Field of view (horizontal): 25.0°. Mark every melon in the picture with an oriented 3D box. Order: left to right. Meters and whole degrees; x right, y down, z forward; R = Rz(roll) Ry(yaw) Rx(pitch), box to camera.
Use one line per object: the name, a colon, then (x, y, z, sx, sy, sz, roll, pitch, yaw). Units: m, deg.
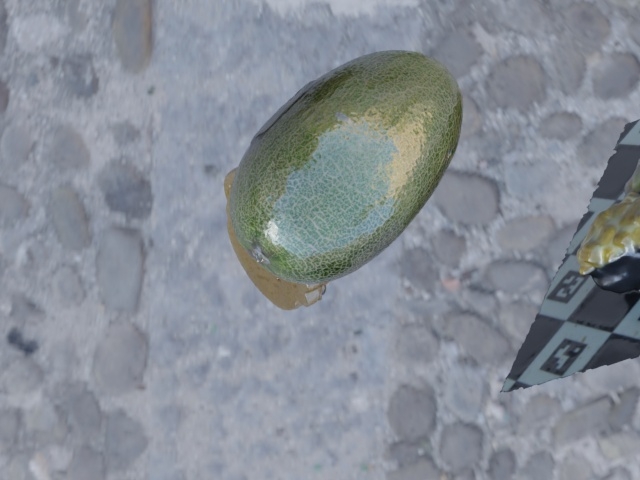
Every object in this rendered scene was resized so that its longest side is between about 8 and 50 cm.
melon: (0.017, -0.045, 0.794, 0.162, 0.099, 0.099, -47, 115, -25)

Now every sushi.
sushi: (0.262, -0.046, 1.004, 0.059, 0.294, 0.292, 45, 140, -21)

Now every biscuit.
biscuit: (-0.040, -0.003, 1.550, 0.050, 0.170, 0.170, -28, 118, -25)
